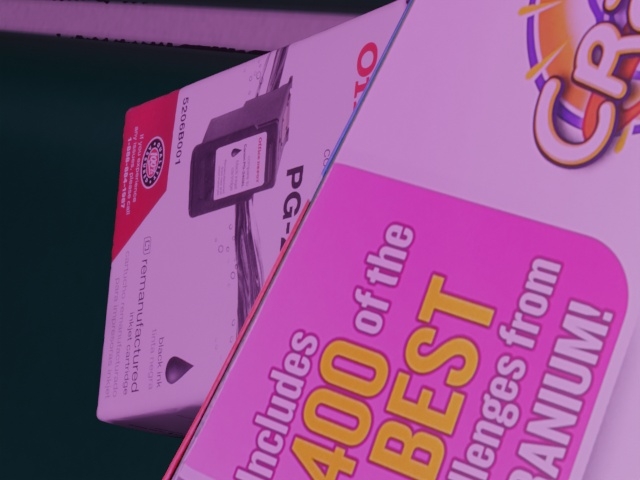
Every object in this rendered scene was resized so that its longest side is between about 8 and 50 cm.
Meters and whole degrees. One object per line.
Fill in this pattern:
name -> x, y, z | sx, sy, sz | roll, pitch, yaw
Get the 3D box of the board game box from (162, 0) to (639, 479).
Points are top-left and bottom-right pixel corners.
board game box -> 0.138, 0.018, 0.305 | 0.316, 0.064, 0.242 | 31, 97, 41

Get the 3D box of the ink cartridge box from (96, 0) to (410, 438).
ink cartridge box -> 0.000, 0.000, 0.596 | 0.150, 0.063, 0.109 | -16, 65, 52
